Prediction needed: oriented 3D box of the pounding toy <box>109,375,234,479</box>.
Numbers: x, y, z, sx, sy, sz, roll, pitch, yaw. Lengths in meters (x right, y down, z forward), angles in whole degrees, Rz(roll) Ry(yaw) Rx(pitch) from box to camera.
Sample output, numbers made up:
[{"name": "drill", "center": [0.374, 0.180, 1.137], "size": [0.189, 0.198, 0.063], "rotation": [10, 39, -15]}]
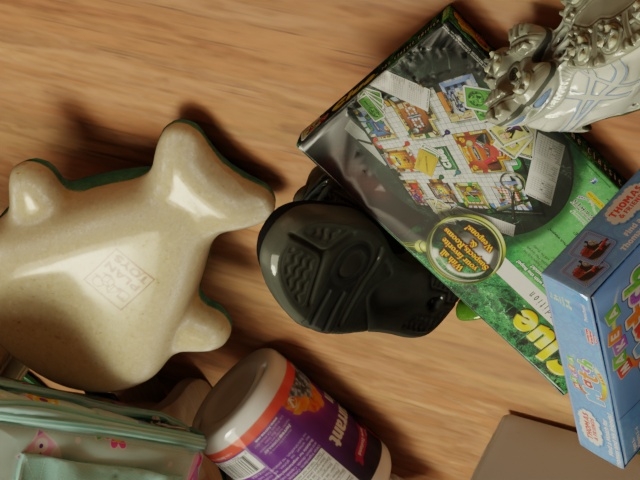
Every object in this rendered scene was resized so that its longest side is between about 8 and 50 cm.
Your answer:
[{"name": "pounding toy", "center": [-0.158, 0.240, 1.806], "size": [0.155, 0.154, 0.269], "rotation": [5, 140, 36]}]

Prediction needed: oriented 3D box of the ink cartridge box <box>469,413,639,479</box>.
[{"name": "ink cartridge box", "center": [0.221, 0.254, 1.560], "size": [0.160, 0.092, 0.219], "rotation": [13, 144, 28]}]

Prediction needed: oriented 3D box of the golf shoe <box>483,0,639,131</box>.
[{"name": "golf shoe", "center": [0.173, -0.112, 1.129], "size": [0.086, 0.069, 0.176], "rotation": [17, 156, -26]}]

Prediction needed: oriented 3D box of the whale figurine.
[{"name": "whale figurine", "center": [-0.148, -0.002, 1.508], "size": [0.216, 0.141, 0.272], "rotation": [40, 123, -14]}]

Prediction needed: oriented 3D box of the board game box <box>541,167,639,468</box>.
[{"name": "board game box", "center": [0.215, 0.006, 1.097], "size": [0.039, 0.211, 0.160], "rotation": [28, 152, 35]}]

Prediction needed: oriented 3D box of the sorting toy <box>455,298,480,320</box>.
[{"name": "sorting toy", "center": [0.135, 0.017, 1.331], "size": [0.102, 0.061, 0.042], "rotation": [-21, 102, 15]}]

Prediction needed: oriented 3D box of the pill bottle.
[{"name": "pill bottle", "center": [-0.008, 0.190, 1.651], "size": [0.193, 0.108, 0.108], "rotation": [42, 147, -18]}]

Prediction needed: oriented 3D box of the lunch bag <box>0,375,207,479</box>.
[{"name": "lunch bag", "center": [-0.236, 0.167, 1.553], "size": [0.224, 0.107, 0.279], "rotation": [4, 173, 45]}]

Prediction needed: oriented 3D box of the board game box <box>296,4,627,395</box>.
[{"name": "board game box", "center": [0.123, -0.021, 1.254], "size": [0.136, 0.030, 0.260], "rotation": [-40, 110, 21]}]

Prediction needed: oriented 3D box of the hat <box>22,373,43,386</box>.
[{"name": "hat", "center": [-0.387, 0.214, 1.935], "size": [0.208, 0.183, 0.173], "rotation": [17, 147, 22]}]

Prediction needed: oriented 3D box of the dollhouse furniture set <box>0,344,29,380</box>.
[{"name": "dollhouse furniture set", "center": [-0.349, 0.073, 1.754], "size": [0.184, 0.129, 0.129], "rotation": [24, 149, 10]}]

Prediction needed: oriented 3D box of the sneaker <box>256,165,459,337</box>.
[{"name": "sneaker", "center": [0.000, 0.000, 1.325], "size": [0.130, 0.087, 0.227], "rotation": [38, -167, 28]}]
